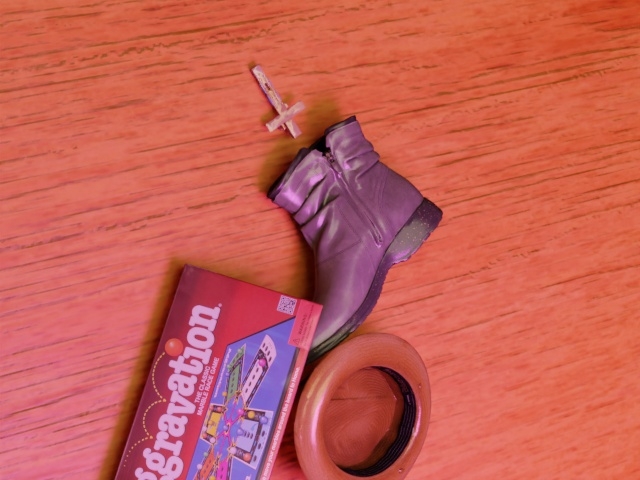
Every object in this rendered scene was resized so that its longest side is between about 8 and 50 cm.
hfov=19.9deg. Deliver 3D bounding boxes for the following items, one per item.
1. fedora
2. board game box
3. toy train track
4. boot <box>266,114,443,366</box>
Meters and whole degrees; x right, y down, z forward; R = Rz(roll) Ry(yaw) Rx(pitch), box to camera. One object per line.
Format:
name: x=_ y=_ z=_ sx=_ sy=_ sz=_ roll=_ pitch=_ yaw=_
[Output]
fedora: x=0.028 y=0.177 z=1.868 sx=0.194 sy=0.079 sz=0.194 roll=-11 pitch=107 yaw=-42
board game box: x=-0.107 y=0.176 z=1.783 sx=0.145 sy=0.027 sz=0.281 roll=17 pitch=78 yaw=1
toy train track: x=-0.047 y=-0.142 z=1.878 sx=0.048 sy=0.014 sz=0.083 roll=-36 pitch=101 yaw=-20
boot: x=0.000 y=0.000 z=1.879 sx=0.161 sy=0.083 sz=0.246 roll=43 pitch=67 yaw=-10
